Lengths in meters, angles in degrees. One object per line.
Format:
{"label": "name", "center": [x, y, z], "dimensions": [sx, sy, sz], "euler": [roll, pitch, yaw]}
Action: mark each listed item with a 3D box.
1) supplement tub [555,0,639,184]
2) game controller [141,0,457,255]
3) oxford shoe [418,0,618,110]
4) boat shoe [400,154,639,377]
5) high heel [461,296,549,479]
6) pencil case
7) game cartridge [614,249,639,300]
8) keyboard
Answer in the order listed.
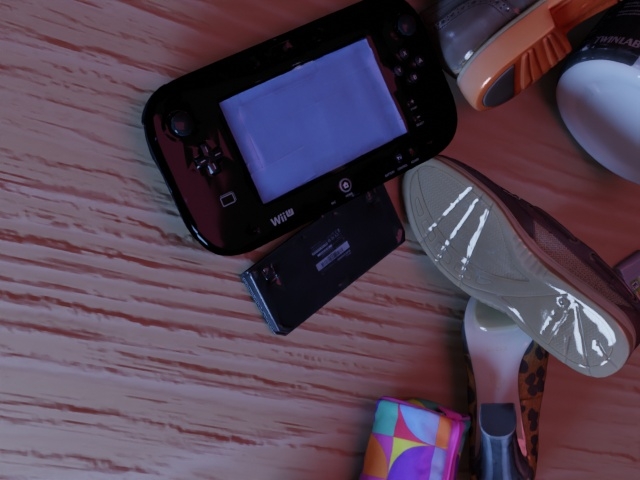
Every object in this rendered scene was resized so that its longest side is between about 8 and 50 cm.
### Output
{"label": "supplement tub", "center": [0.415, -0.223, 1.399], "dimensions": [0.316, 0.194, 0.193], "euler": [-48, 113, -23]}
{"label": "game controller", "center": [-0.010, -0.111, 1.195], "dimensions": [0.319, 0.067, 0.166], "euler": [-28, 90, -29]}
{"label": "oxford shoe", "center": [0.254, -0.292, 1.261], "dimensions": [0.364, 0.130, 0.132], "euler": [-39, 71, 4]}
{"label": "boat shoe", "center": [0.202, 0.016, 1.269], "dimensions": [0.285, 0.102, 0.092], "euler": [41, 36, 19]}
{"label": "high heel", "center": [0.198, 0.145, 1.352], "dimensions": [0.186, 0.093, 0.261], "euler": [78, 21, -50]}
{"label": "pencil case", "center": [0.082, 0.270, 1.243], "dimensions": [0.104, 0.104, 0.236], "euler": [14, 81, -31]}
{"label": "game cartridge", "center": [0.369, 0.056, 1.474], "dimensions": [0.056, 0.017, 0.083], "euler": [-32, 106, -32]}
{"label": "keyboard", "center": [0.000, 0.000, 1.238], "dimensions": [0.180, 0.023, 0.108], "euler": [-38, 115, -28]}
